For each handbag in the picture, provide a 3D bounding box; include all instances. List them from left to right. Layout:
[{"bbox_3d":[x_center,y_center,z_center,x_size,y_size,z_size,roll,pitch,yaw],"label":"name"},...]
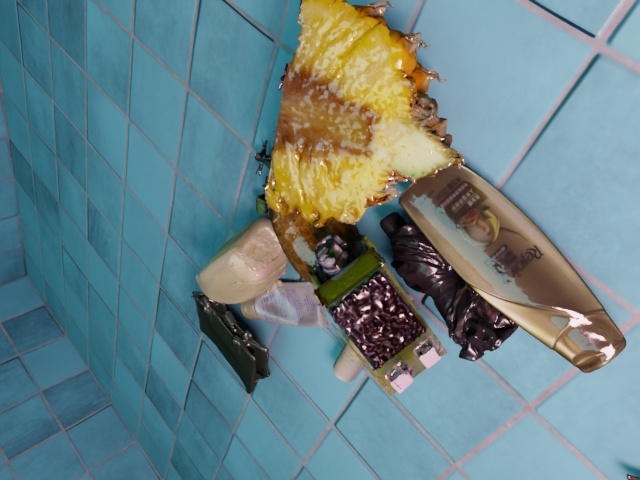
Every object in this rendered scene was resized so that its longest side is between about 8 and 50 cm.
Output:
[{"bbox_3d":[-0.230,0.254,1.286,0.247,0.079,0.260,45,154,21],"label":"handbag"}]

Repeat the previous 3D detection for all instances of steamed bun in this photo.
[{"bbox_3d":[-0.167,0.064,1.125,0.152,0.170,0.238,46,139,-8],"label":"steamed bun"}]

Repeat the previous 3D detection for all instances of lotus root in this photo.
[{"bbox_3d":[0.000,0.000,0.925,0.260,0.145,0.128,58,145,10],"label":"lotus root"}]

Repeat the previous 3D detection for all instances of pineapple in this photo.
[{"bbox_3d":[0.098,-0.163,0.737,0.286,0.209,0.344,24,115,23],"label":"pineapple"}]

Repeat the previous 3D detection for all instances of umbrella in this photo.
[{"bbox_3d":[0.190,0.065,0.797,0.110,0.122,0.272,-41,69,3],"label":"umbrella"}]

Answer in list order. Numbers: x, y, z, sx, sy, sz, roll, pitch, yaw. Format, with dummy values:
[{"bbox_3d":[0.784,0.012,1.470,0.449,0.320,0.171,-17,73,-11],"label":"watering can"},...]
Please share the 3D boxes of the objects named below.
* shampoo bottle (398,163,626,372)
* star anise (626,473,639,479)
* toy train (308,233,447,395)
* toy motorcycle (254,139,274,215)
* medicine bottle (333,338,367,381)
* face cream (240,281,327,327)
[{"bbox_3d":[0.268,0.031,0.703,0.125,0.084,0.350,-45,73,15],"label":"shampoo bottle"},{"bbox_3d":[0.498,0.364,0.657,0.129,0.056,0.124,-24,90,49],"label":"star anise"},{"bbox_3d":[0.086,0.109,0.800,0.261,0.134,0.177,53,179,-23],"label":"toy train"},{"bbox_3d":[-0.098,-0.127,1.032,0.100,0.058,0.173,31,131,40],"label":"toy motorcycle"},{"bbox_3d":[0.087,0.204,1.001,0.059,0.059,0.231,44,134,22],"label":"medicine bottle"},{"bbox_3d":[-0.084,0.152,1.165,0.224,0.070,0.114,-8,105,35],"label":"face cream"}]
